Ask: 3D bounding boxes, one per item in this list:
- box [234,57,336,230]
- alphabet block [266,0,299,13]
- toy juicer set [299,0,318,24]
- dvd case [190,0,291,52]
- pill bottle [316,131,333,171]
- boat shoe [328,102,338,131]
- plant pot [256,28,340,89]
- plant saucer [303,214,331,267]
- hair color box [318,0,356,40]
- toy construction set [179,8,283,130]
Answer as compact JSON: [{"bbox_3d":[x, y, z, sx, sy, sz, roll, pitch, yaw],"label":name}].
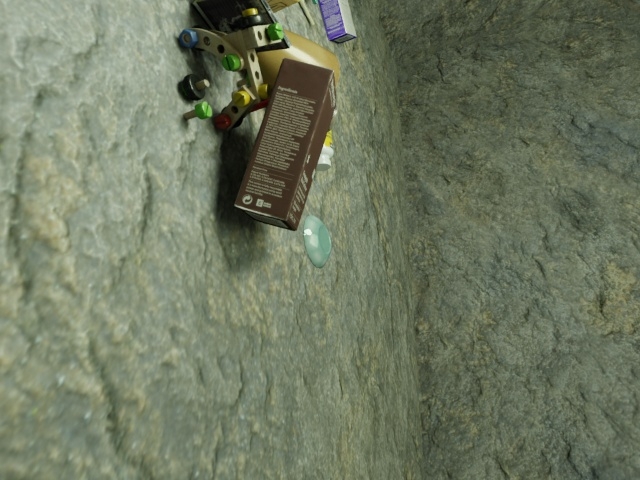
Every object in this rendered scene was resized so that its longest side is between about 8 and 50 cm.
[{"bbox_3d":[-0.077,-0.229,1.046,0.191,0.143,0.381,55,50,-83],"label":"box"},{"bbox_3d":[-0.195,-0.764,1.170,0.197,0.193,0.192,-35,113,-65],"label":"alphabet block"},{"bbox_3d":[-0.065,-1.126,1.749,0.209,0.089,0.329,19,63,-64],"label":"toy juicer set"},{"bbox_3d":[-0.199,-0.545,1.040,0.164,0.221,0.018,46,61,-51],"label":"dvd case"},{"bbox_3d":[-0.006,-0.355,1.529,0.103,0.103,0.184,21,61,-63],"label":"pill bottle"},{"bbox_3d":[-0.041,-0.526,1.461,0.130,0.132,0.355,3,45,-23],"label":"boat shoe"},{"bbox_3d":[-0.111,-0.538,1.265,0.254,0.237,0.237,19,62,-46],"label":"plant pot"},{"bbox_3d":[0.000,0.000,1.471,0.195,0.037,0.195,-11,90,-67],"label":"plant saucer"},{"bbox_3d":[0.068,-1.179,2.054,0.185,0.110,0.339,-42,120,-62],"label":"hair color box"},{"bbox_3d":[-0.165,-0.417,1.028,0.309,0.237,0.257,-4,84,-67],"label":"toy construction set"}]
